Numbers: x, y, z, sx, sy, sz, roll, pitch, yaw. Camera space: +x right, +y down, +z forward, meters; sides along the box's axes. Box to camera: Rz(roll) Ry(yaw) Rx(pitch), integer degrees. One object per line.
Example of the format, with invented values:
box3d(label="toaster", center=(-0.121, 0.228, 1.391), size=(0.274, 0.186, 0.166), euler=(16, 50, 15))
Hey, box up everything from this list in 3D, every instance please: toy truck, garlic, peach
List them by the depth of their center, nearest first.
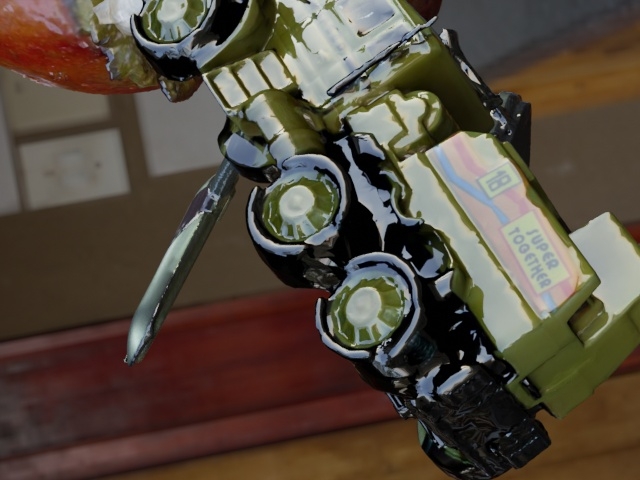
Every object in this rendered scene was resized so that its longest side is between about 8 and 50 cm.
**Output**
box3d(label="toy truck", center=(0.026, -0.032, 0.779), size=(0.257, 0.127, 0.127), euler=(52, -176, 36))
box3d(label="garlic", center=(-0.122, -0.224, 1.571), size=(0.066, 0.152, 0.084), euler=(61, 166, -11))
box3d(label="peach", center=(-0.227, -0.300, 1.817), size=(0.416, 0.353, 0.339), euler=(-148, 47, -70))

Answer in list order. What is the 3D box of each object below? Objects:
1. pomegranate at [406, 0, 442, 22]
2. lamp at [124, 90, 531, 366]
box3d(label="pomegranate", center=(0.030, -0.201, 1.510), size=(0.159, 0.129, 0.129), euler=(-40, 54, 44))
box3d(label="lamp", center=(-0.004, -0.005, 1.246), size=(0.124, 0.283, 0.203), euler=(64, -144, -41))
